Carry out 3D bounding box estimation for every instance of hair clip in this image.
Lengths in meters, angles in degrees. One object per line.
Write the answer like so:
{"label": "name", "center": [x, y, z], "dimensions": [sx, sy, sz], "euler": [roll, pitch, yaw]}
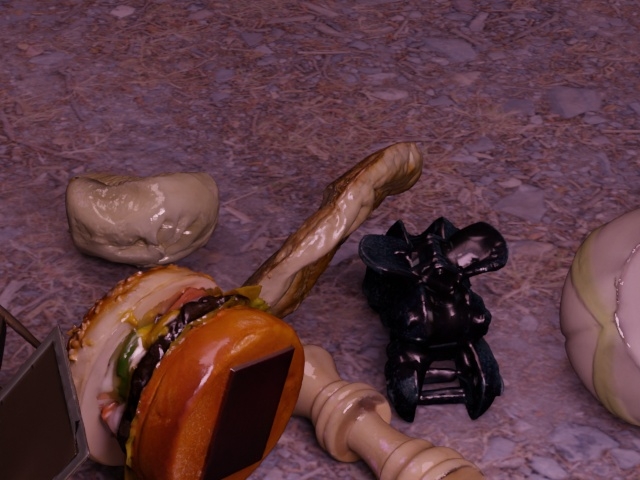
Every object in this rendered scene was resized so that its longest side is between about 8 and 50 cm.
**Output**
{"label": "hair clip", "center": [0.141, 0.085, 2.080], "dimensions": [0.194, 0.206, 0.310], "euler": [-2, 34, -9]}

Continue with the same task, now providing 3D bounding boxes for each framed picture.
{"label": "framed picture", "center": [-0.357, 0.256, 1.793], "dimensions": [0.016, 0.273, 0.216], "euler": [28, 25, -35]}

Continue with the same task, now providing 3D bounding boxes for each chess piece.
{"label": "chess piece", "center": [0.037, 0.223, 1.957], "dimensions": [0.117, 0.117, 0.397], "euler": [-21, 39, -30]}

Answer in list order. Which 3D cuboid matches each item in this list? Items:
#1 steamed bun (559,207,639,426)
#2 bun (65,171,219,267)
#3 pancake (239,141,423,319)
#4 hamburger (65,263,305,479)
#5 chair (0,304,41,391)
{"label": "steamed bun", "center": [0.446, 0.100, 2.039], "dimensions": [0.309, 0.309, 0.309], "euler": [1, 34, -1]}
{"label": "bun", "center": [-0.263, -0.032, 2.311], "dimensions": [0.229, 0.145, 0.229], "euler": [-3, 0, 0]}
{"label": "pancake", "center": [0.000, 0.001, 2.104], "dimensions": [0.082, 0.387, 0.387], "euler": [43, 42, 0]}
{"label": "hamburger", "center": [-0.174, 0.167, 1.890], "dimensions": [0.225, 0.291, 0.291], "euler": [29, 42, 29]}
{"label": "chair", "center": [-0.452, 0.172, 1.988], "dimensions": [0.272, 0.166, 0.188], "euler": [38, 24, -24]}
